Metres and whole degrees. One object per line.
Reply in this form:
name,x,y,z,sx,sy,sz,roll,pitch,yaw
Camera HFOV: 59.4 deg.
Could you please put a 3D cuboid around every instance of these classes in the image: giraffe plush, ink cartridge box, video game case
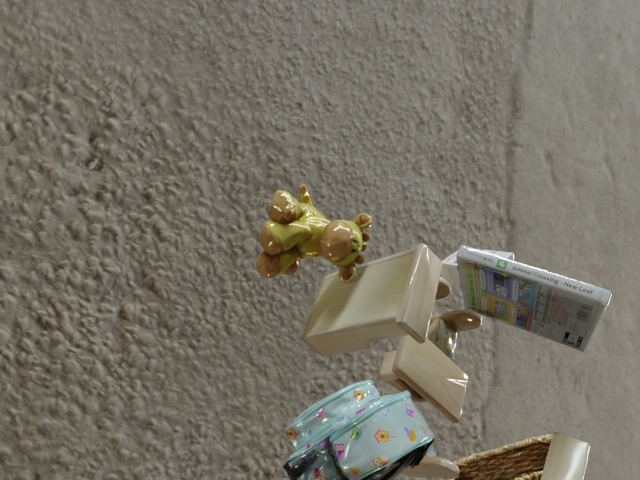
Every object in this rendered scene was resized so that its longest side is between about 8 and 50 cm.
giraffe plush,0.000,0.000,1.062,0.210,0.170,0.181,-40,145,-60
ink cartridge box,0.352,0.063,1.262,0.099,0.135,0.056,-28,113,-36
video game case,0.297,0.087,0.809,0.023,0.193,0.212,-63,153,-17

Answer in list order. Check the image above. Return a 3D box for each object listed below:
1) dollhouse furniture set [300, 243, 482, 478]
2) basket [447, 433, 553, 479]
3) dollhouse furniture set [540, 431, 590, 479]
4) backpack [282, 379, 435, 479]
dollhouse furniture set,0.200,0.217,1.120,0.394,0.256,0.362,43,49,-25
basket,0.477,0.639,1.333,0.299,0.213,0.223,-16,101,4
dollhouse furniture set,0.399,0.432,0.671,0.286,0.303,0.198,-46,140,-44
backpack,0.056,0.277,0.782,0.166,0.188,0.144,15,47,-59
